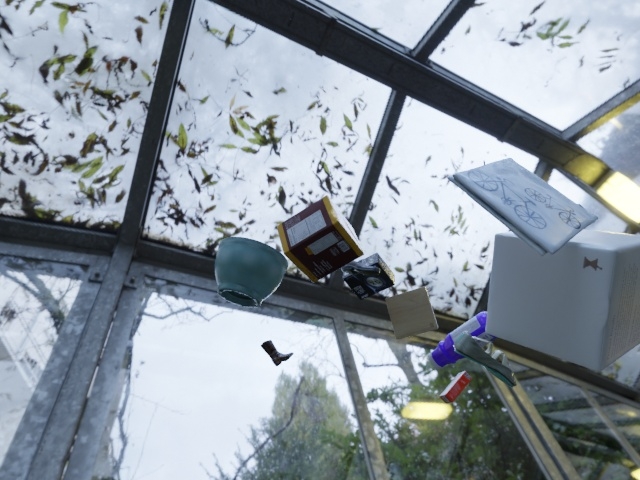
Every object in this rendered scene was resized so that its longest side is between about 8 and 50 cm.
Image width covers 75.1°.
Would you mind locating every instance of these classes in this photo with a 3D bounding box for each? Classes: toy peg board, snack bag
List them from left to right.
[{"bbox_3d":[0.352,0.277,1.582,0.161,0.160,0.079,-21,-20,22],"label":"toy peg board"},{"bbox_3d":[0.558,-0.113,1.143,0.343,0.323,0.037,-21,-34,-39],"label":"snack bag"}]

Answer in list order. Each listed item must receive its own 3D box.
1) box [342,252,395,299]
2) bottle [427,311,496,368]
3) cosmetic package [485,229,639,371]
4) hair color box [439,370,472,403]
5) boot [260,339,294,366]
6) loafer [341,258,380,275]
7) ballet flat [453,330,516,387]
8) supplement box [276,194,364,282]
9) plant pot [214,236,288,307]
[{"bbox_3d":[0.213,0.160,1.833,0.180,0.077,0.147,-28,-64,24],"label":"box"},{"bbox_3d":[0.520,0.371,1.518,0.118,0.092,0.283,24,-57,-38],"label":"bottle"},{"bbox_3d":[0.767,0.141,1.267,0.394,0.327,0.329,-5,-79,-37],"label":"cosmetic package"},{"bbox_3d":[0.568,0.616,1.748,0.141,0.043,0.072,-40,-15,-22],"label":"hair color box"},{"bbox_3d":[-0.174,0.436,1.671,0.106,0.114,0.037,-17,-33,-47],"label":"boot"},{"bbox_3d":[0.161,0.100,1.641,0.170,0.061,0.062,6,-24,36],"label":"loafer"},{"bbox_3d":[0.427,0.295,1.042,0.213,0.072,0.068,34,-95,-16],"label":"ballet flat"},{"bbox_3d":[0.000,0.000,1.318,0.194,0.129,0.191,-30,-45,11],"label":"supplement box"},{"bbox_3d":[-0.293,0.145,1.649,0.293,0.196,0.293,12,-28,6],"label":"plant pot"}]
